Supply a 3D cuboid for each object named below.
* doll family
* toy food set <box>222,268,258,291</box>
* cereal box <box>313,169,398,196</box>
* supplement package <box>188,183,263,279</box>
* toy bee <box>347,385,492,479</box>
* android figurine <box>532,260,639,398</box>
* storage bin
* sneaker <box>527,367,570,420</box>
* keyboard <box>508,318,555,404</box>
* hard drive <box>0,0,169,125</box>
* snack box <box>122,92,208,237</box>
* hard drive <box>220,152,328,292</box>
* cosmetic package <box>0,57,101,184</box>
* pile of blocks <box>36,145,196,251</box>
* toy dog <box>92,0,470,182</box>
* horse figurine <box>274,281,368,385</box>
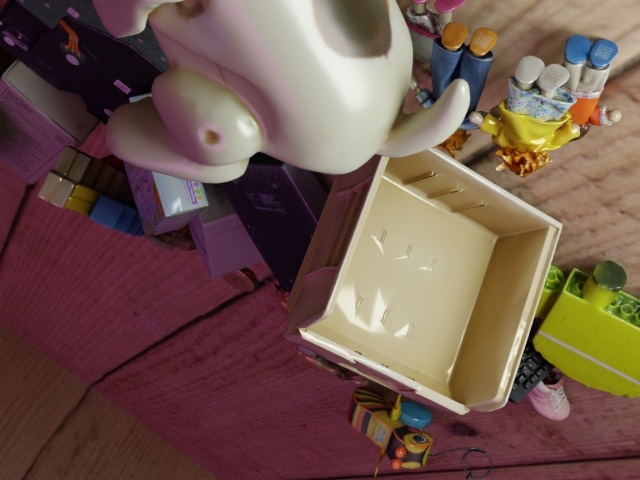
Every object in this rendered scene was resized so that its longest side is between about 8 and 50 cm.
[{"bbox_3d":[0.169,-0.144,0.997,0.263,0.118,0.163,25,153,16],"label":"doll family"},{"bbox_3d":[-0.158,0.069,1.852,0.083,0.020,0.082,35,154,-3],"label":"toy food set"},{"bbox_3d":[0.001,-0.141,1.275,0.173,0.047,0.240,42,152,-19],"label":"cereal box"},{"bbox_3d":[-0.149,-0.036,1.523,0.179,0.105,0.105,91,153,-60],"label":"supplement package"},{"bbox_3d":[0.158,0.371,1.856,0.298,0.162,0.195,1,96,35],"label":"toy bee"},{"bbox_3d":[0.385,0.126,1.293,0.248,0.056,0.272,26,153,13],"label":"android figurine"},{"bbox_3d":[0.121,0.045,1.165,0.262,0.260,0.123,28,162,-22],"label":"storage bin"},{"bbox_3d":[0.362,0.238,1.518,0.134,0.051,0.070,48,156,-19],"label":"sneaker"},{"bbox_3d":[0.190,0.131,1.392,0.317,0.201,0.033,42,-169,-17],"label":"keyboard"},{"bbox_3d":[-0.315,-0.288,1.344,0.237,0.064,0.339,37,155,-19],"label":"hard drive"},{"bbox_3d":[-0.235,-0.106,1.401,0.207,0.070,0.174,158,95,-72],"label":"snack box"},{"bbox_3d":[-0.039,-0.022,1.376,0.172,0.054,0.254,8,136,45],"label":"hard drive"},{"bbox_3d":[-0.475,-0.212,1.621,0.160,0.113,0.309,43,152,-18],"label":"cosmetic package"},{"bbox_3d":[-0.292,-0.072,1.558,0.149,0.112,0.362,30,-175,28],"label":"pile of blocks"},{"bbox_3d":[-0.060,-0.252,0.877,0.395,0.284,0.407,32,149,28],"label":"toy dog"},{"bbox_3d":[0.007,0.192,1.829,0.175,0.066,0.263,14,146,24],"label":"horse figurine"}]
